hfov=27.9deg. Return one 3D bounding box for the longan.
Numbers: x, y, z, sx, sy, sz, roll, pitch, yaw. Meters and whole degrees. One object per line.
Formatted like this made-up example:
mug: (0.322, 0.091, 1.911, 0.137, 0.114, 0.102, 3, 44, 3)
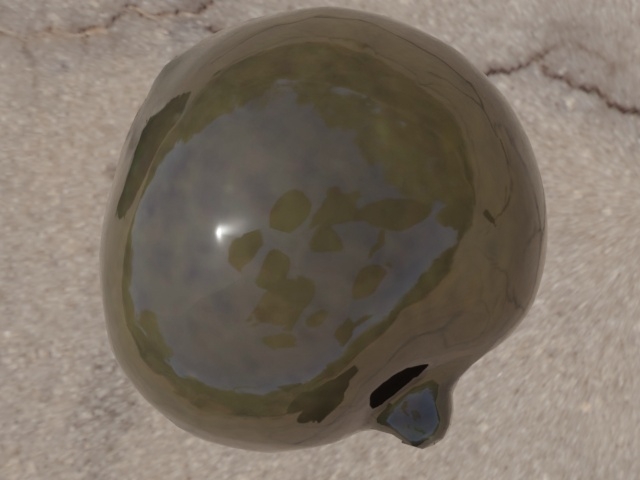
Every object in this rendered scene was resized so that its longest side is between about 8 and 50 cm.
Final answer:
longan: (0.000, 0.000, 0.813, 0.300, 0.243, 0.300, 0, 93, 6)
